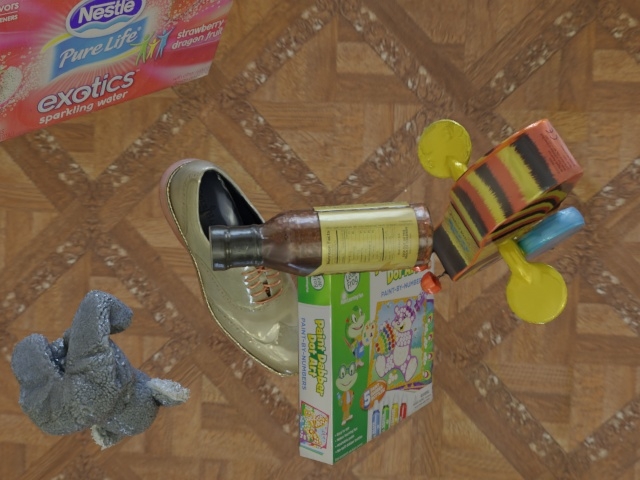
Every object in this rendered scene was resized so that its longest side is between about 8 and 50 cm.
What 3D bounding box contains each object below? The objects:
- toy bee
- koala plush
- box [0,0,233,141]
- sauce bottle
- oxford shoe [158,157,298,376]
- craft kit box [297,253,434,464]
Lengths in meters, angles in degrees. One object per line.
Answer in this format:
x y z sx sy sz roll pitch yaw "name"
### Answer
0.159 -0.002 0.725 0.162 0.298 0.195 -32 54 7 "toy bee"
-0.328 0.234 1.196 0.196 0.221 0.203 -33 45 6 "koala plush"
-0.221 -0.198 0.627 0.142 0.300 0.154 46 136 15 "box"
0.000 0.000 0.452 0.128 0.042 0.042 -3 93 -7 "sauce bottle"
-0.115 0.056 1.198 0.140 0.146 0.397 -38 107 -19 "oxford shoe"
0.065 0.121 0.989 0.061 0.250 0.246 3 101 36 "craft kit box"
